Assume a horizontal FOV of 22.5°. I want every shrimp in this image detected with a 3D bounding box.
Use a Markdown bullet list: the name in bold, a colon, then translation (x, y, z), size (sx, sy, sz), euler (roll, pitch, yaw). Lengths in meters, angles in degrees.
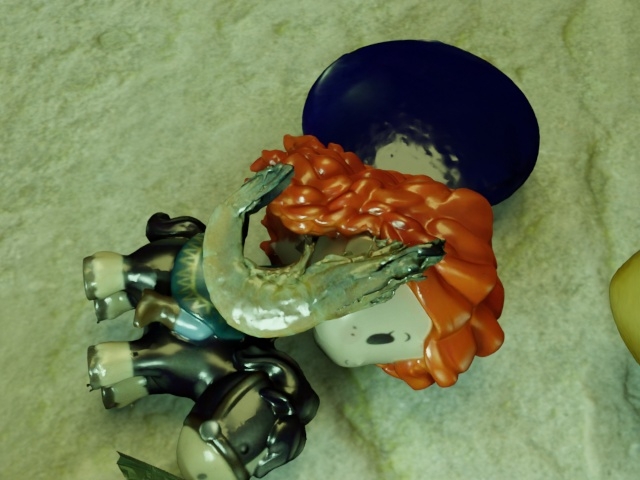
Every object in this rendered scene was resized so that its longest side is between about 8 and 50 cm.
- **shrimp**: translation (0.000, 0.000, 1.434), size (0.219, 0.046, 0.152), euler (-14, 85, 8)

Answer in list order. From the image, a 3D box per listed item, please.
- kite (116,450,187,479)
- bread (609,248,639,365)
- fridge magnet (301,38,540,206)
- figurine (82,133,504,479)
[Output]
- **kite**: translation (-0.116, 0.279, 1.385), size (0.229, 0.012, 0.250), euler (57, 25, 4)
- **bread**: translation (0.467, 0.130, 1.499), size (0.348, 0.253, 0.376), euler (-11, 52, -22)
- **fridge magnet**: translation (0.111, -0.120, 1.777), size (0.265, 0.112, 0.265), euler (3, 49, -3)
- **figurine**: translation (-0.030, 0.063, 1.546), size (0.412, 0.241, 0.306), euler (-31, 55, -15)
